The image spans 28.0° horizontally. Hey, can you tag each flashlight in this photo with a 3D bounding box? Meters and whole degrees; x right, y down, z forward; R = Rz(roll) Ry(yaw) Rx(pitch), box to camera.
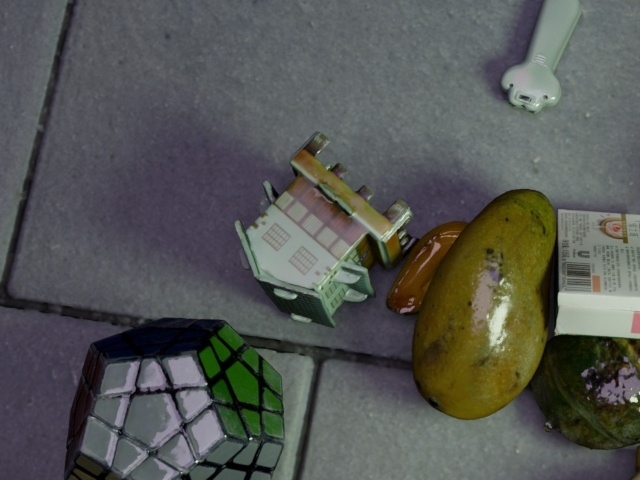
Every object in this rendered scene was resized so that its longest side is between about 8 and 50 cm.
[{"bbox_3d":[0.336,-0.285,1.927,0.093,0.047,0.200,20,78,10],"label":"flashlight"}]

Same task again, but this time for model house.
[{"bbox_3d":[0.000,0.000,1.810,0.198,0.224,0.215,39,84,13],"label":"model house"}]

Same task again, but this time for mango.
[{"bbox_3d":[0.236,0.087,1.770,0.176,0.176,0.329,22,99,16],"label":"mango"},{"bbox_3d":[0.171,0.041,1.856,0.187,0.066,0.101,-44,103,-4],"label":"mango"}]

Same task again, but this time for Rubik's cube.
[{"bbox_3d":[-0.199,0.254,1.753,0.319,0.319,0.264,-9,102,5],"label":"Rubik's cube"}]

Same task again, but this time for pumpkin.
[{"bbox_3d":[0.425,0.210,1.747,0.279,0.111,0.163,20,63,11],"label":"pumpkin"}]

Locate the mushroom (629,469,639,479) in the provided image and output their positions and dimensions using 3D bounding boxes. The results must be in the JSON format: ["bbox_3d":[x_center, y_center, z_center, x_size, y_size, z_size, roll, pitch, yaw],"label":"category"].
[{"bbox_3d":[0.453,0.399,1.683,0.254,0.234,0.260,-21,110,-35],"label":"mushroom"}]

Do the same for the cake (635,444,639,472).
[{"bbox_3d":[0.472,0.303,1.756,0.084,0.084,0.044,2,75,7],"label":"cake"}]

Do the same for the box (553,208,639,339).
[{"bbox_3d":[0.392,0.045,1.775,0.135,0.081,0.199,4,39,8],"label":"box"}]
